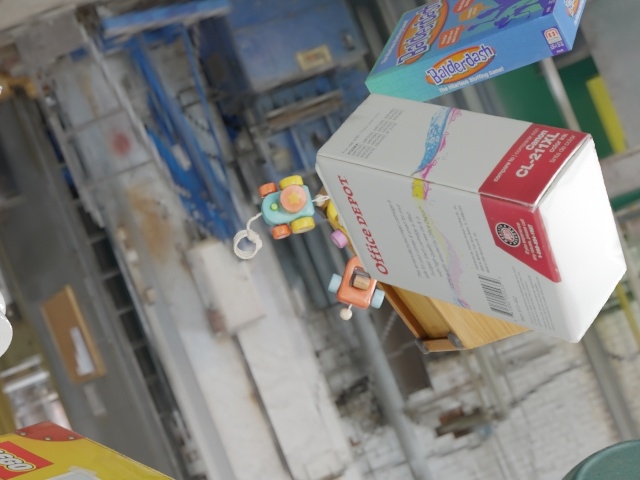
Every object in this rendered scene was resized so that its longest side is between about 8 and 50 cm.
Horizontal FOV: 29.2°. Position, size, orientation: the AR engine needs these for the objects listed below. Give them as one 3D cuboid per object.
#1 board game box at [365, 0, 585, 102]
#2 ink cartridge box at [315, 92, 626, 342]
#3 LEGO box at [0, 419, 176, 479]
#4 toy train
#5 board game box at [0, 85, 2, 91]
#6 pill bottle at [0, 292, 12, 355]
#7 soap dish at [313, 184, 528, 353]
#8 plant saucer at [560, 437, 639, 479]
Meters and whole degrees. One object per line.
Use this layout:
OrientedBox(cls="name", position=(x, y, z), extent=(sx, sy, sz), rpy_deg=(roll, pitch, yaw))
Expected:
OrientedBox(cls="board game box", position=(0.163, -0.215, 1.254), extent=(0.210, 0.047, 0.160), rpy_deg=(-18, -152, 31))
OrientedBox(cls="ink cartridge box", position=(0.099, -0.019, 0.815), extent=(0.175, 0.127, 0.072), rpy_deg=(17, -123, 39))
OrientedBox(cls="LEGO box", position=(-0.200, 0.359, 1.062), extent=(0.500, 0.193, 0.372), rpy_deg=(18, -166, 30))
OrientedBox(cls="toy train", position=(0.000, 0.000, 1.260), extent=(0.046, 0.166, 0.125), rpy_deg=(115, -1, -74))
OrientedBox(cls="board game box", position=(-0.493, -0.071, 1.506), extent=(0.066, 0.318, 0.318), rpy_deg=(22, 177, -9))
OrientedBox(cls="pill bottle", position=(-0.364, 0.056, 1.208), extent=(0.086, 0.152, 0.086), rpy_deg=(-24, 135, -26))
OrientedBox(cls="soap dish", position=(0.118, 0.006, 1.455), extent=(0.118, 0.291, 0.229), rpy_deg=(-38, -178, -12))
OrientedBox(cls="plant saucer", position=(0.303, 0.237, 1.182), extent=(0.195, 0.037, 0.195), rpy_deg=(-20, -161, 7))
